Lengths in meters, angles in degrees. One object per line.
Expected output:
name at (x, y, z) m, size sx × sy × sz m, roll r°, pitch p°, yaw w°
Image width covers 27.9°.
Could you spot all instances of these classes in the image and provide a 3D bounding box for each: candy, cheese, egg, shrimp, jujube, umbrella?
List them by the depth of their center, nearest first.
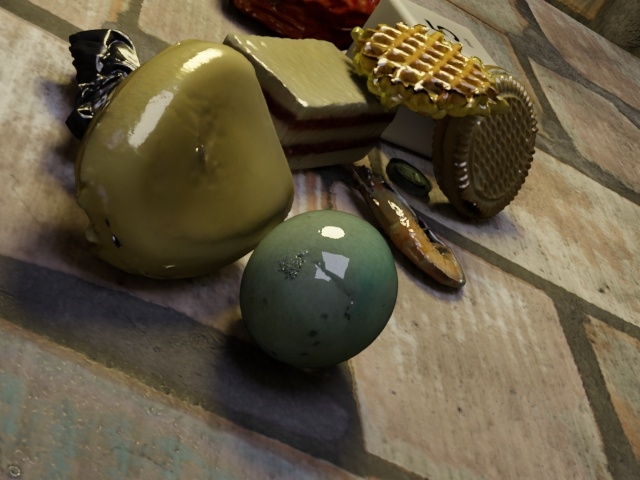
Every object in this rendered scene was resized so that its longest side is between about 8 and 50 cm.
egg at (0.000, 0.053, 1.436) m, size 0.169 × 0.169 × 0.236 m, roll 36°, pitch 24°, yaw 2°
cheese at (-0.159, -0.081, 1.440) m, size 0.316 × 0.128 × 0.259 m, roll -32°, pitch 104°, yaw -49°
umbrella at (-0.263, -0.186, 1.624) m, size 0.122 × 0.110 × 0.272 m, roll 22°, pitch 23°, yaw -25°
shrimp at (0.129, -0.021, 1.893) m, size 0.143 × 0.052 × 0.251 m, roll 14°, pitch 38°, yaw -58°
candy at (-0.035, -0.203, 1.904) m, size 0.179 × 0.135 × 0.320 m, roll 43°, pitch 24°, yaw 18°
jujube at (-0.017, -0.432, 2.282) m, size 0.290 × 0.197 × 0.197 m, roll 11°, pitch 30°, yaw -14°

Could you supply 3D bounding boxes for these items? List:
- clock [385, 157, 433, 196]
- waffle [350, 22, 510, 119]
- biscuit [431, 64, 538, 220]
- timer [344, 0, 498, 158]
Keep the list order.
clock at (0.143, -0.102, 2.083) m, size 0.085 × 0.017 × 0.085 m, roll 28°, pitch 25°, yaw -14°
waffle at (0.162, -0.259, 1.968) m, size 0.243 × 0.059 × 0.238 m, roll -1°, pitch 38°, yaw -31°
biscuit at (0.271, -0.159, 2.106) m, size 0.079 × 0.259 × 0.259 m, roll 17°, pitch 9°, yaw 39°
timer at (0.168, -0.279, 2.223) m, size 0.195 × 0.192 × 0.194 m, roll 18°, pitch 29°, yaw -33°
